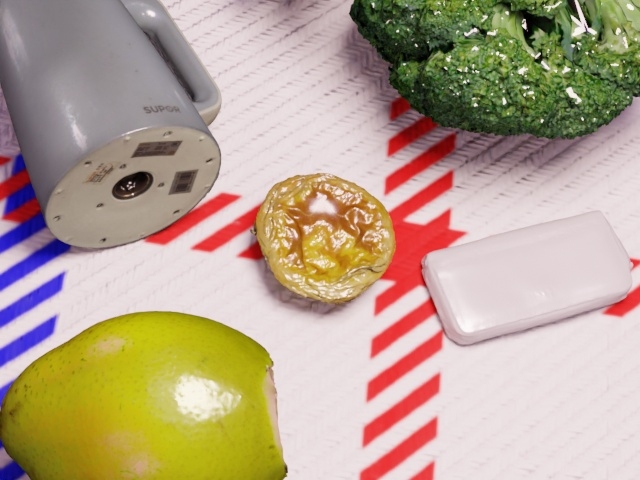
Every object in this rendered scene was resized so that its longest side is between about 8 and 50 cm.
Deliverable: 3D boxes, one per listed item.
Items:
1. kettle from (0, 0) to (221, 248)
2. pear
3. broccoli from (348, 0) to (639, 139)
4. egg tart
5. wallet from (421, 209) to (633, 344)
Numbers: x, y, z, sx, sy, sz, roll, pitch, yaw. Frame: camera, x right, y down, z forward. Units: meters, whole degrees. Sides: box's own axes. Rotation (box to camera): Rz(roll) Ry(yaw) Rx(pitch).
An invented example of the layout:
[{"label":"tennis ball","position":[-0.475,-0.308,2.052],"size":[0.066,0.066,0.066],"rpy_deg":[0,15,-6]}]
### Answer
[{"label":"kettle","position":[-0.182,-0.138,1.470],"size":[0.211,0.160,0.243],"rpy_deg":[-6,55,-34]},{"label":"pear","position":[-0.138,0.148,1.299],"size":[0.220,0.187,0.187],"rpy_deg":[-9,63,0]},{"label":"broccoli","position":[0.177,-0.216,1.492],"size":[0.308,0.275,0.308],"rpy_deg":[16,28,-9]},{"label":"egg tart","position":[0.000,0.000,1.469],"size":[0.130,0.052,0.130],"rpy_deg":[5,62,-9]},{"label":"wallet","position":[0.189,0.032,1.497],"size":[0.190,0.033,0.095],"rpy_deg":[-12,66,-16]}]
